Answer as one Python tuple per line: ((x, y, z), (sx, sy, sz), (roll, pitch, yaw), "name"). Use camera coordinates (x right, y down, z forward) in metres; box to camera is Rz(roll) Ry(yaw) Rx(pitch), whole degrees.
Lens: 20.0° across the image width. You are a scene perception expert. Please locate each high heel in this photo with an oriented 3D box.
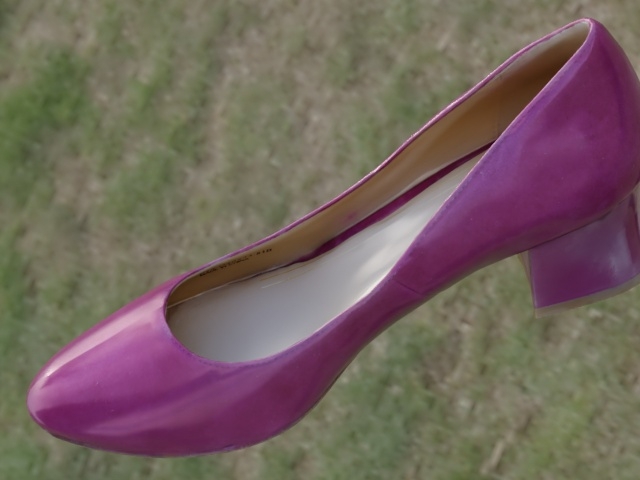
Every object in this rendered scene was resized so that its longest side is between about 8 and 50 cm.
((0.000, 0.000, 0.643), (0.244, 0.117, 0.082), (-14, 43, 5), "high heel")
